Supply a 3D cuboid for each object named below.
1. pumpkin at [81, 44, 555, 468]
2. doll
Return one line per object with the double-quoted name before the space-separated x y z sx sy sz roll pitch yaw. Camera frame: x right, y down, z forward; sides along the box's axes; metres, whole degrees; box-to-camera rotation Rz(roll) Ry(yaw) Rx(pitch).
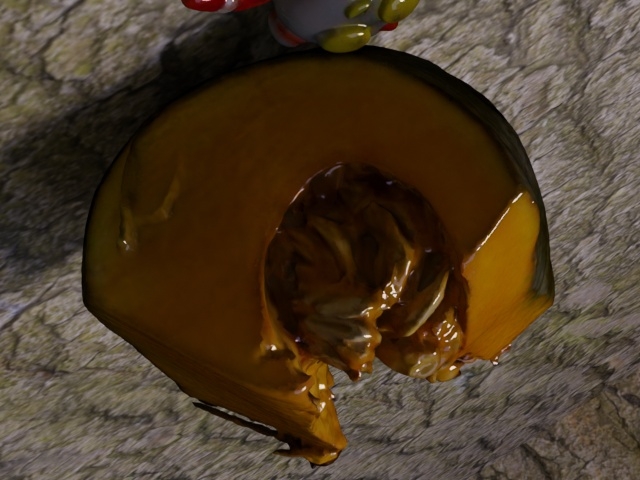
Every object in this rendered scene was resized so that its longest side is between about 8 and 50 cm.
"pumpkin" 0.000 0.000 1.073 0.303 0.256 0.225 -37 163 -3
"doll" 0.000 -0.167 0.931 0.142 0.076 0.245 -31 158 16
